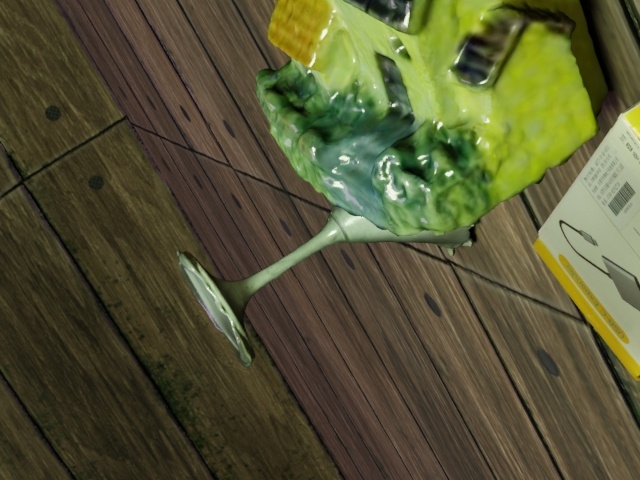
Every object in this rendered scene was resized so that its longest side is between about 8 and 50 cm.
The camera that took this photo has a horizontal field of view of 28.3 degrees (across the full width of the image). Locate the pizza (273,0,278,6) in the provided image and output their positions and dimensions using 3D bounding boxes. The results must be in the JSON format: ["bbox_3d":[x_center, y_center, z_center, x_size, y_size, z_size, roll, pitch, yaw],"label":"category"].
[{"bbox_3d":[0.001,-0.192,1.028,0.185,0.052,0.195,65,172,-5],"label":"pizza"}]

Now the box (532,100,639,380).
[{"bbox_3d":[0.203,0.008,0.789,0.129,0.033,0.247,53,168,11],"label":"box"}]

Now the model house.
[{"bbox_3d":[0.040,-0.140,0.722,0.194,0.170,0.211,45,163,51],"label":"model house"}]

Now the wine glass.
[{"bbox_3d":[0.000,0.000,1.098,0.156,0.232,0.156,54,168,16],"label":"wine glass"}]
